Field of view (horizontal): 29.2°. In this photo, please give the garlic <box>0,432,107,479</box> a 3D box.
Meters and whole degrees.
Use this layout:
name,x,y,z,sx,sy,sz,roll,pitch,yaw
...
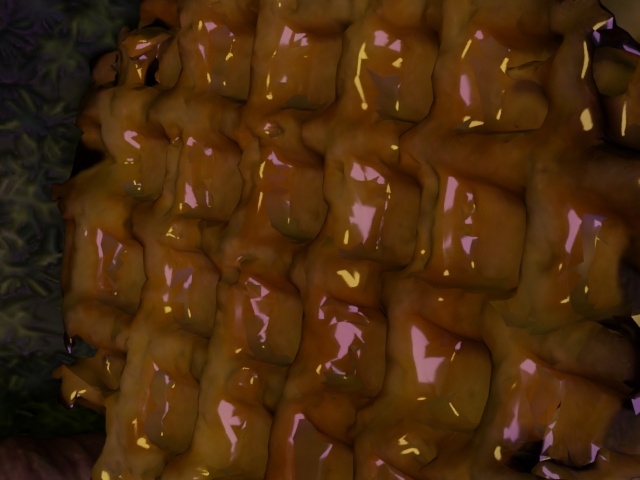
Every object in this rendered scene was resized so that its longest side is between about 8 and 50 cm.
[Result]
name,x,y,z,sx,sy,sz,roll,pitch,yaw
garlic,-0.193,0.219,0.823,0.244,0.160,0.245,-20,134,-22

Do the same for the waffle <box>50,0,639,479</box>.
name,x,y,z,sx,sy,sz,roll,pitch,yaw
waffle,0.000,0.000,0.579,0.382,0.380,0.095,-37,150,31

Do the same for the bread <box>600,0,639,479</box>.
name,x,y,z,sx,sy,sz,roll,pitch,yaw
bread,0.214,0.008,0.655,0.320,0.321,0.237,-31,132,11
